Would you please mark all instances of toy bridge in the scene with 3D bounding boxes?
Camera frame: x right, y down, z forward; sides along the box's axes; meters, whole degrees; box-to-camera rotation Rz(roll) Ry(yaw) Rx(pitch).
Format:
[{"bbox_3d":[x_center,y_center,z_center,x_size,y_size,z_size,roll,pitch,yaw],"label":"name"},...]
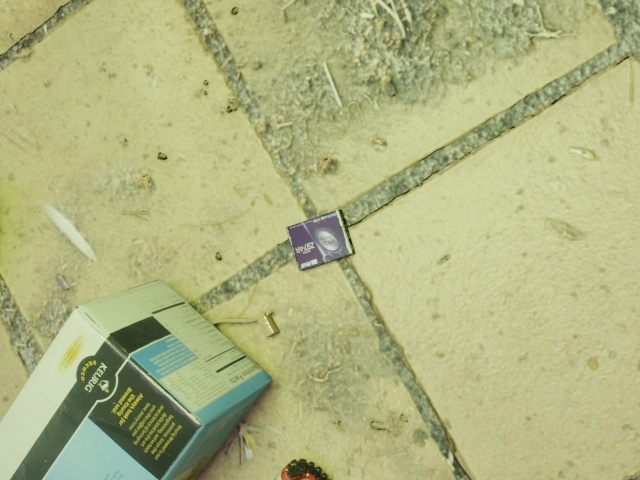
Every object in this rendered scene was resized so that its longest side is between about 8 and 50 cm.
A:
[{"bbox_3d":[-0.148,0.148,1.468,0.188,0.026,0.063,-32,81,15],"label":"toy bridge"}]

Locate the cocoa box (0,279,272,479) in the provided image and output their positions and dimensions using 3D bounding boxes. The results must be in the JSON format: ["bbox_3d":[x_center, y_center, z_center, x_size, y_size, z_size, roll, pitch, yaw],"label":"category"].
[{"bbox_3d":[-0.277,0.266,1.379,0.228,0.231,0.347,40,109,11],"label":"cocoa box"}]

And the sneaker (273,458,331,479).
[{"bbox_3d":[0.014,0.410,1.404,0.225,0.088,0.093,49,123,10],"label":"sneaker"}]

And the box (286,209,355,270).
[{"bbox_3d":[0.000,0.000,1.428,0.083,0.018,0.067,-18,85,15],"label":"box"}]
